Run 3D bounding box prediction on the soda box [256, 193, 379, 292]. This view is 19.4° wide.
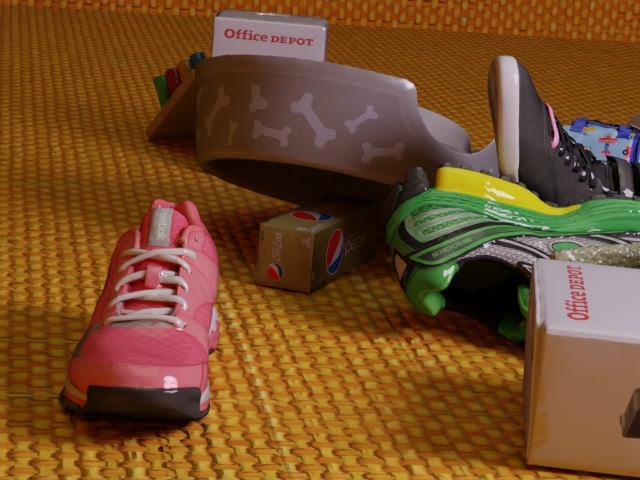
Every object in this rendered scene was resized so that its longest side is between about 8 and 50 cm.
[{"bbox_3d":[0.000,0.000,1.856,0.058,0.061,0.181,9,14,20],"label":"soda box"}]

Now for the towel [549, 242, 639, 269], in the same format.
[{"bbox_3d":[0.266,0.054,1.632,0.148,0.110,0.027,-1,-4,-24],"label":"towel"}]

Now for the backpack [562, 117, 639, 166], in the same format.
[{"bbox_3d":[0.324,-0.038,1.915,0.173,0.158,0.117,12,-11,18],"label":"backpack"}]

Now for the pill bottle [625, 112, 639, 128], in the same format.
[{"bbox_3d":[0.489,-0.090,2.196,0.264,0.153,0.153,-2,15,-26],"label":"pill bottle"}]

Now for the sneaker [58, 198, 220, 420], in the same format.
[{"bbox_3d":[-0.138,0.047,1.469,0.116,0.136,0.314,3,14,-1],"label":"sneaker"}]

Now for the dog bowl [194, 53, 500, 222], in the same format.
[{"bbox_3d":[0.028,-0.096,1.958,0.348,0.102,0.349,12,-6,1],"label":"dog bowl"}]

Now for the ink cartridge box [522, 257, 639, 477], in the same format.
[{"bbox_3d":[0.292,0.103,1.431,0.272,0.114,0.197,7,15,4],"label":"ink cartridge box"}]

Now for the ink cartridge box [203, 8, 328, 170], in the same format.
[{"bbox_3d":[-0.066,-0.177,2.277,0.139,0.191,0.082,5,14,2],"label":"ink cartridge box"}]

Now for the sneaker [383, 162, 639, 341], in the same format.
[{"bbox_3d":[0.222,0.044,1.699,0.343,0.134,0.146,9,49,-10],"label":"sneaker"}]

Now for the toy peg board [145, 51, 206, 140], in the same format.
[{"bbox_3d":[-0.131,-0.203,2.417,0.161,0.079,0.160,-4,-25,-31],"label":"toy peg board"}]

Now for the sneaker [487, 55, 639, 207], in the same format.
[{"bbox_3d":[0.240,-0.072,1.757,0.146,0.296,0.105,-9,47,9],"label":"sneaker"}]
